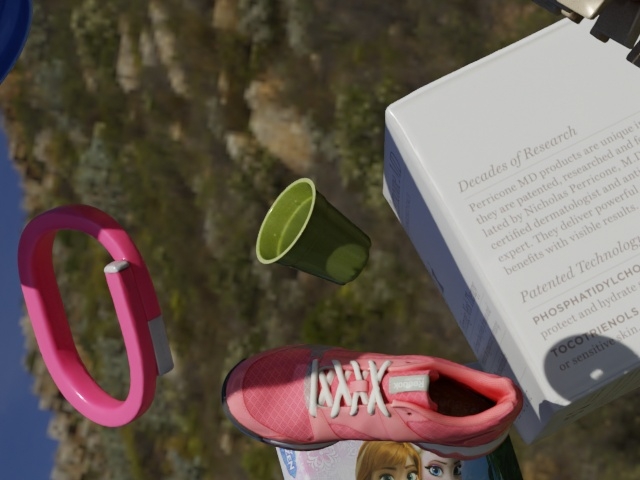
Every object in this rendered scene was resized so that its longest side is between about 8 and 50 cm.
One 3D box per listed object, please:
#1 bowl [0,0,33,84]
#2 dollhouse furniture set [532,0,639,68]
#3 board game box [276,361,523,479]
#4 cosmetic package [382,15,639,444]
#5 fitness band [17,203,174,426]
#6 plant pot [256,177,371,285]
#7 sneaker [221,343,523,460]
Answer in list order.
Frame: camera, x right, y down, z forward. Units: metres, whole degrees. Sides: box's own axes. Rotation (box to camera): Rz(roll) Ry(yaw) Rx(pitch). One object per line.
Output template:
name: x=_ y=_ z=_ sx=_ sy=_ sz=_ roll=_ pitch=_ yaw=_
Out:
bowl: x=-0.512 y=-0.214 z=1.653 sx=0.391 sy=0.077 sz=0.391 roll=-31 pitch=-21 yaw=-13
dollhouse furniture set: x=0.268 y=-0.236 z=1.275 sx=0.262 sy=0.259 sz=0.135 roll=24 pitch=-77 yaw=-43
board game box: x=0.118 y=0.331 z=1.891 sx=0.066 sy=0.318 sz=0.318 roll=-38 pitch=65 yaw=54
cosmetic package: x=0.307 y=-0.014 z=1.800 sx=0.394 sy=0.327 sz=0.329 roll=61 pitch=174 yaw=15
fitness band: x=-0.289 y=0.097 z=1.879 sx=0.054 sy=0.209 sz=0.291 roll=-28 pitch=-69 yaw=-46
plant pot: x=0.000 y=0.000 z=1.301 sx=0.083 sy=0.079 sz=0.083 roll=-43 pitch=30 yaw=33
sneaker: x=0.059 y=0.149 z=1.515 sx=0.136 sy=0.313 sz=0.116 roll=122 pitch=151 yaw=-67
